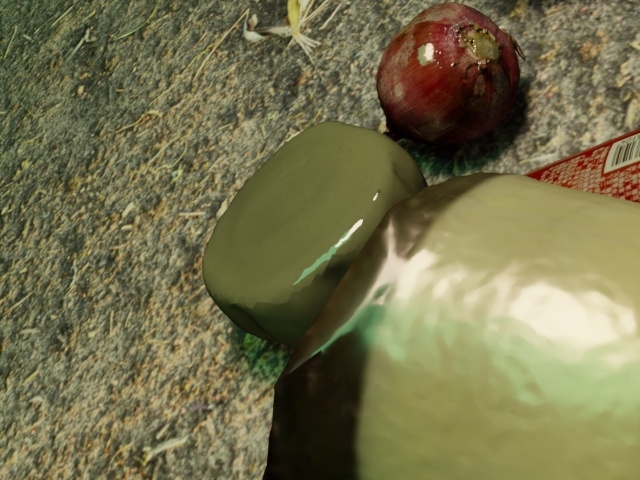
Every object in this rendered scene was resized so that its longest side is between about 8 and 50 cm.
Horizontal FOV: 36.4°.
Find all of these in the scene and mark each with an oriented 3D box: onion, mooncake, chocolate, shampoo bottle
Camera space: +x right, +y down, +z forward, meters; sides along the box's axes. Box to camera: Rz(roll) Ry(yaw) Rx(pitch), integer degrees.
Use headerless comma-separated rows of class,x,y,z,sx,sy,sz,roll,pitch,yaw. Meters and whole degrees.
onion,0.126,-0.169,1.092,0.195,0.159,0.160,-38,31,48
mooncake,0.000,0.000,1.051,0.275,0.135,0.275,-26,39,23
chocolate,0.180,0.131,0.643,0.297,0.314,0.326,25,72,46
shampoo bottle,0.240,-0.027,0.840,0.314,0.076,0.118,-23,53,53
